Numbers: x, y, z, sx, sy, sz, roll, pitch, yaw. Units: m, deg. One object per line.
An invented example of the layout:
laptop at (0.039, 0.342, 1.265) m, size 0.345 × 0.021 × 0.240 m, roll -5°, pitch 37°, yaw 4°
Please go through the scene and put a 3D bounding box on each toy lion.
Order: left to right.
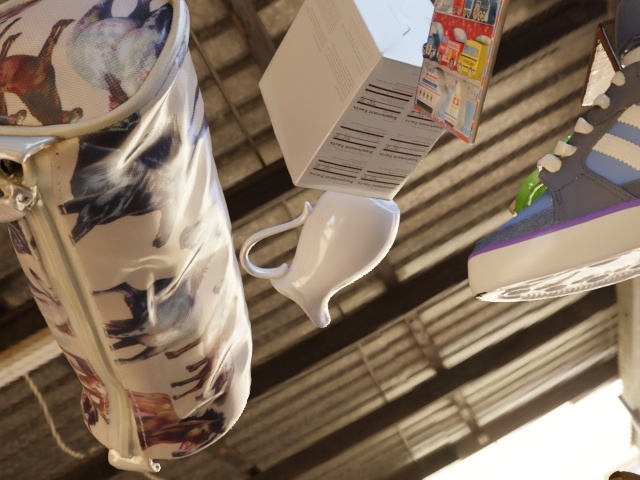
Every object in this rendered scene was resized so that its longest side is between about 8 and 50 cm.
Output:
toy lion at (0.249, -0.067, 0.870) m, size 0.100 × 0.034 × 0.096 m, roll -27°, pitch -36°, yaw -12°

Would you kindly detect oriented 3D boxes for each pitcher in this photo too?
pitcher at (0.000, 0.000, 1.208) m, size 0.177 × 0.125 × 0.207 m, roll 31°, pitch -71°, yaw -19°

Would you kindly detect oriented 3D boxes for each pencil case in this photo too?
pencil case at (-0.149, 0.015, 0.630) m, size 0.410 × 0.159 × 0.184 m, roll 86°, pitch -152°, yaw -48°

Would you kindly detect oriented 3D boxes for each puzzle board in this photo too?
puzzle board at (0.087, -0.123, 0.545) m, size 0.011 × 0.128 × 0.096 m, roll 8°, pitch -73°, yaw -12°

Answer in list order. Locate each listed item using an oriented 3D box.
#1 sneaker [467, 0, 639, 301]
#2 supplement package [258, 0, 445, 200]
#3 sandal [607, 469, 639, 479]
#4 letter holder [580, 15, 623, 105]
sneaker at (0.237, -0.107, 0.634) m, size 0.322 × 0.236 × 0.130 m, roll -22°, pitch -18°, yaw 17°
supplement package at (0.050, -0.191, 1.020) m, size 0.149 × 0.194 × 0.203 m, roll 8°, pitch -44°, yaw -32°
sandal at (0.260, 0.276, 0.665) m, size 0.060 × 0.090 × 0.219 m, roll -42°, pitch -44°, yaw -43°
letter holder at (0.452, -0.173, 0.883) m, size 0.301 × 0.152 × 0.214 m, roll -20°, pitch -16°, yaw 6°
